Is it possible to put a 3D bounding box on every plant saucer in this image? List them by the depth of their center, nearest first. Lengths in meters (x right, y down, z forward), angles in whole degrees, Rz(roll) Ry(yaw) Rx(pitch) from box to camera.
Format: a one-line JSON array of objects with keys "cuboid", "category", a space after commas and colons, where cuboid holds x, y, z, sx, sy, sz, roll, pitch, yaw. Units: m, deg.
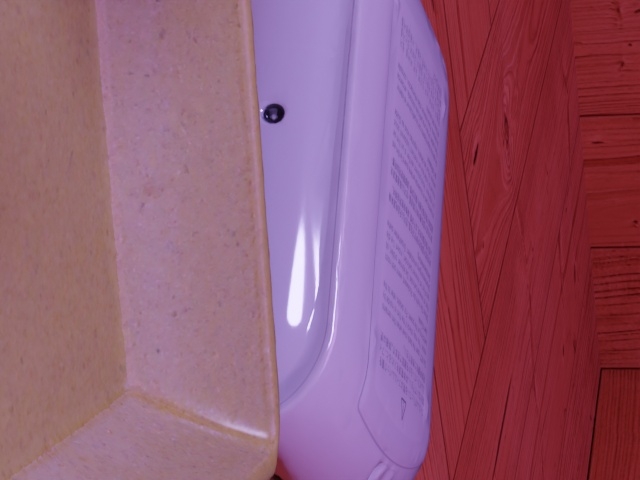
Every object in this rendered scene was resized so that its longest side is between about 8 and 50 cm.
[{"cuboid": [-0.105, -0.029, 0.627, 0.333, 0.081, 0.333, -36, 123, -73], "category": "plant saucer"}]

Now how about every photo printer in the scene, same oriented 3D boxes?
[{"cuboid": [0.000, 0.000, 0.967, 0.256, 0.107, 0.308, 51, 40, -66], "category": "photo printer"}]
